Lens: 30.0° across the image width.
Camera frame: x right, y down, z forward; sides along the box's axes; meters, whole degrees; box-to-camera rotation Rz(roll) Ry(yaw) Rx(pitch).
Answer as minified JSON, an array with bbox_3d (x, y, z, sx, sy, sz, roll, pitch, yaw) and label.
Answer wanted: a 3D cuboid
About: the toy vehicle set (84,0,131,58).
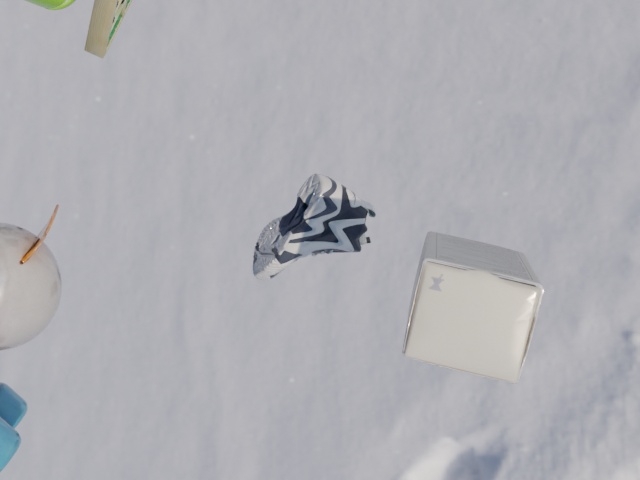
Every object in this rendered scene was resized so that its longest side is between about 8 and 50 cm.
[{"bbox_3d":[-0.316,-0.451,1.976,0.166,0.035,0.267,124,167,-59],"label":"toy vehicle set"}]

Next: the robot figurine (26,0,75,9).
[{"bbox_3d":[-0.302,-0.288,1.291,0.101,0.115,0.067,-1,86,23],"label":"robot figurine"}]

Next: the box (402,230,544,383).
[{"bbox_3d":[0.186,0.074,1.500,0.311,0.148,0.121,-40,-37,-81],"label":"box"}]

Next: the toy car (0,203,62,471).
[{"bbox_3d":[-0.309,0.059,1.069,0.238,0.219,0.210,-45,12,-2],"label":"toy car"}]

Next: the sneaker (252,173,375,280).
[{"bbox_3d":[0.000,0.000,1.961,0.235,0.153,0.094,-53,31,29],"label":"sneaker"}]
